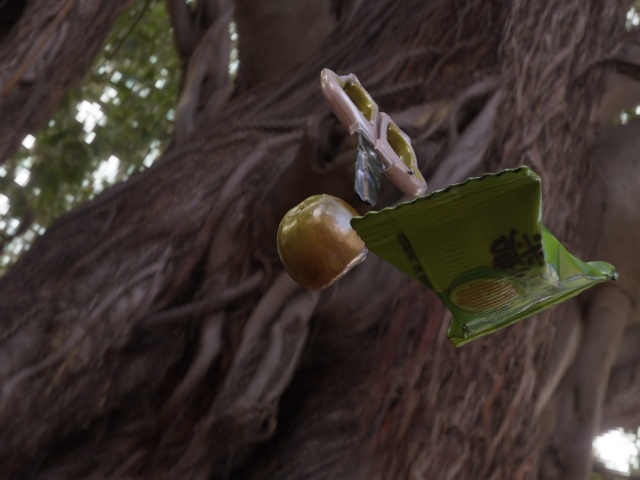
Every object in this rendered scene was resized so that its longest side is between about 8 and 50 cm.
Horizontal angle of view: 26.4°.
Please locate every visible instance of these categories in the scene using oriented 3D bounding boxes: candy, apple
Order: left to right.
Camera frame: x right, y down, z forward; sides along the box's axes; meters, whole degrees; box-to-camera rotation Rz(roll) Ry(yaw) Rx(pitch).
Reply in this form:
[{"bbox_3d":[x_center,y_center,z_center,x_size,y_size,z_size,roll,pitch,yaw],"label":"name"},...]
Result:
[{"bbox_3d":[0.000,0.000,1.149,0.071,0.084,0.084,50,-50,-4],"label":"apple"},{"bbox_3d":[0.128,0.020,1.027,0.149,0.069,0.246,-22,-35,18],"label":"candy"}]

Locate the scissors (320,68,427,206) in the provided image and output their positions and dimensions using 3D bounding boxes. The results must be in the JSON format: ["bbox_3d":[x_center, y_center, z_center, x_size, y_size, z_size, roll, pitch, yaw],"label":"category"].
[{"bbox_3d":[0.050,-0.085,1.281,0.024,0.317,0.160,-38,-77,15],"label":"scissors"}]
